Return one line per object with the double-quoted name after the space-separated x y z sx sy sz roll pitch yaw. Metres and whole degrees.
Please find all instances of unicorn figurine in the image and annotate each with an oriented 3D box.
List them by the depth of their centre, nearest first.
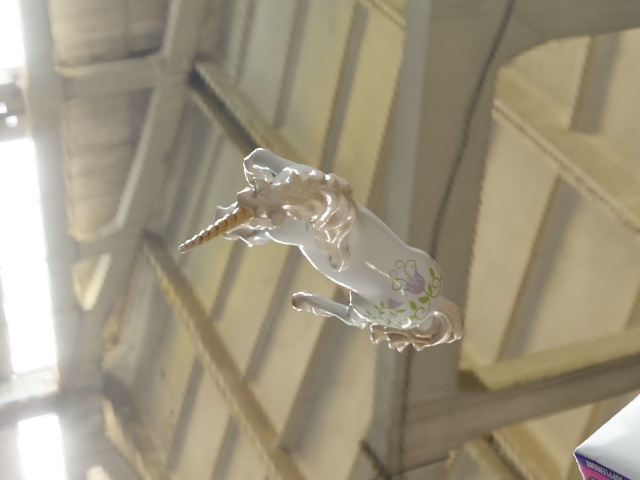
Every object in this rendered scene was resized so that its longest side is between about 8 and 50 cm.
0.000 0.000 0.519 0.111 0.162 0.060 7 -104 61 "unicorn figurine"

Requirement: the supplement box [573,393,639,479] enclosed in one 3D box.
0.277 0.212 0.862 0.111 0.114 0.220 22 -37 57 "supplement box"
